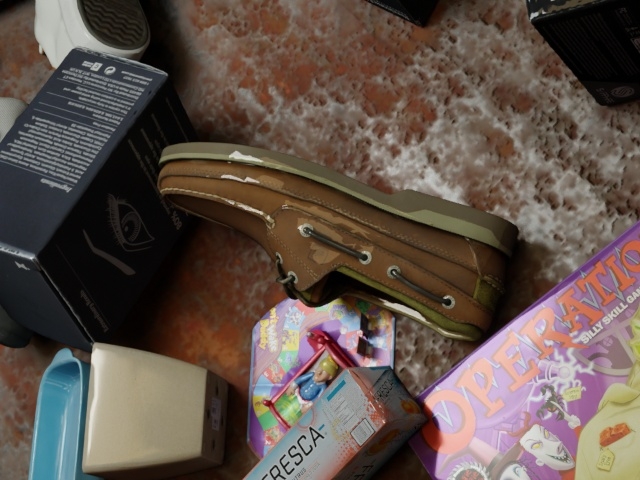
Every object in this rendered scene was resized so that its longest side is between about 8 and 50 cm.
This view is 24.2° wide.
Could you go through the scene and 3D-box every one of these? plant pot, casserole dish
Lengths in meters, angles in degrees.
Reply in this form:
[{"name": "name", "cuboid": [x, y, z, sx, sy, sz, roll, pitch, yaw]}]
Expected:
[{"name": "plant pot", "cuboid": [-0.134, 0.150, 1.262, 0.096, 0.109, 0.109, 1, 76, 12]}, {"name": "casserole dish", "cuboid": [-0.219, 0.189, 1.300, 0.114, 0.037, 0.188, -21, 62, 58]}]

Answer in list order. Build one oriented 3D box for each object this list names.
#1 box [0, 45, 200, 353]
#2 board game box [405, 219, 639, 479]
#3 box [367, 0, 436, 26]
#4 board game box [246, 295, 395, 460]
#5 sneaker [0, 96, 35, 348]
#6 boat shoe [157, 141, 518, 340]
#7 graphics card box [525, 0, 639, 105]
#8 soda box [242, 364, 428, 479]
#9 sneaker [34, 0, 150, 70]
[{"name": "box", "cuboid": [-0.200, -0.034, 1.276, 0.108, 0.153, 0.207, 19, 61, 28]}, {"name": "board game box", "cuboid": [0.246, 0.113, 1.130, 0.347, 0.056, 0.208, -40, 60, 10]}, {"name": "box", "cuboid": [-0.020, -0.306, 1.284, 0.261, 0.184, 0.103, 31, 87, 28]}, {"name": "board game box", "cuboid": [-0.007, 0.118, 1.248, 0.133, 0.033, 0.168, -3, 75, 23]}, {"name": "sneaker", "cuboid": [-0.320, -0.058, 1.387, 0.146, 0.122, 0.330, -36, 65, 14]}, {"name": "boat shoe", "cuboid": [0.000, 0.000, 1.207, 0.307, 0.111, 0.104, 14, 81, 15]}, {"name": "graphics card box", "cuboid": [0.346, -0.204, 1.063, 0.371, 0.233, 0.094, -14, 75, 22]}, {"name": "soda box", "cuboid": [0.000, 0.178, 1.186, 0.183, 0.063, 0.058, -48, 61, 25]}, {"name": "sneaker", "cuboid": [-0.241, -0.246, 1.416, 0.123, 0.106, 0.290, -54, 39, 42]}]
